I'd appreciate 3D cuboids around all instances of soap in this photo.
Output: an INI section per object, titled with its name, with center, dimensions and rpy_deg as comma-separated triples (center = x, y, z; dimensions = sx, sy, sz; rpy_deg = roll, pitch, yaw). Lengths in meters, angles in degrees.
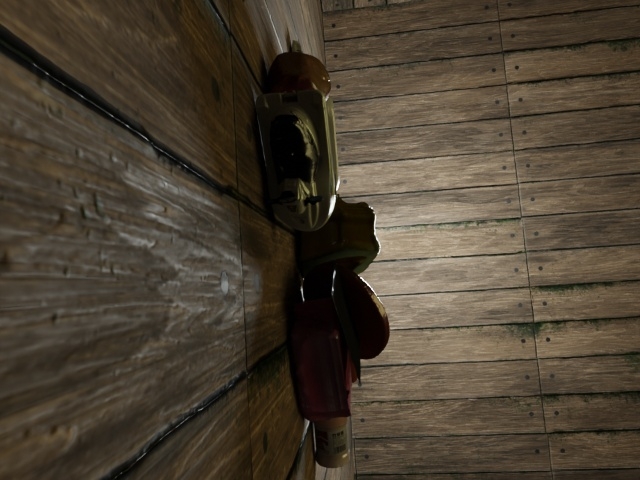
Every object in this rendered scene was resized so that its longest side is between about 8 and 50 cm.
[soap]
center = 0.009, 0.298, 1.063
dimensions = 0.220, 0.128, 0.324
rpy_deg = -79, 164, -64

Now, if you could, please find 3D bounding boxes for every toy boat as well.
[toy boat]
center = -0.044, -0.138, 0.818
dimensions = 0.141, 0.141, 0.269
rpy_deg = -72, 160, -76

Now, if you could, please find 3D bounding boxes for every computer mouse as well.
[computer mouse]
center = -0.016, -0.277, 1.262
dimensions = 0.184, 0.121, 0.296
rpy_deg = -113, -160, -68

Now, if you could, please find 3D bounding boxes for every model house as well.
[model house]
center = 0.041, -0.022, 1.224
dimensions = 0.173, 0.268, 0.239
rpy_deg = 43, 38, -52

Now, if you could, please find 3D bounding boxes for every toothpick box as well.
[toothpick box]
center = 0.030, 0.534, 1.223
dimensions = 0.098, 0.099, 0.148
rpy_deg = -41, 127, -83

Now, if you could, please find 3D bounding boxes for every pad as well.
[pad]
center = 0.061, 0.183, 1.007
dimensions = 0.163, 0.004, 0.242
rpy_deg = -78, 153, -67

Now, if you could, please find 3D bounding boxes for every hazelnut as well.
[hazelnut]
center = -0.053, -0.319, 0.929
dimensions = 0.143, 0.143, 0.154
rpy_deg = 80, 15, -48

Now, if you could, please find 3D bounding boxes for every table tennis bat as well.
[table tennis bat]
center = 0.065, 0.234, 1.178
dimensions = 0.051, 0.268, 0.414
rpy_deg = -39, 136, -37

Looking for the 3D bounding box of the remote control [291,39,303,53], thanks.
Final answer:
[remote control]
center = -0.048, -0.488, 1.457
dimensions = 0.313, 0.055, 0.109
rpy_deg = 79, 8, -48
